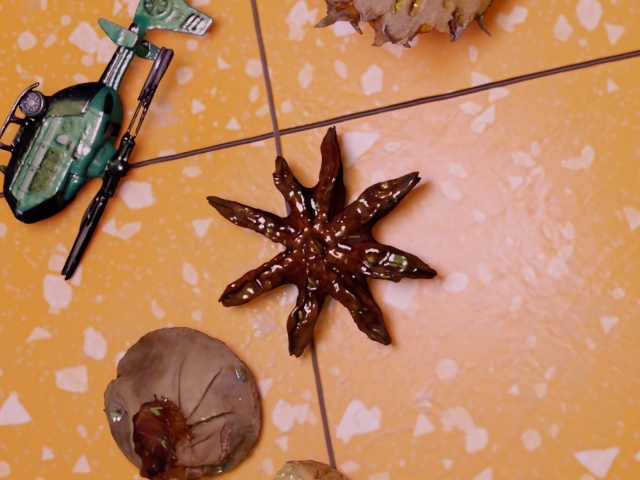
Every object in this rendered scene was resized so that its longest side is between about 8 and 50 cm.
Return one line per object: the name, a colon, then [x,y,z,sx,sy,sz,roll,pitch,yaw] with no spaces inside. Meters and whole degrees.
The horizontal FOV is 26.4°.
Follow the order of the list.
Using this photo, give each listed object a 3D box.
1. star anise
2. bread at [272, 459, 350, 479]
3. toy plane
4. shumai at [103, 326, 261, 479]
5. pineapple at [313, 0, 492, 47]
star anise: [-0.001,-0.001,1.584,0.288,0.088,0.288,-2,83,15]
bread: [0.037,0.348,1.519,0.236,0.140,0.106,38,99,17]
toy plane: [-0.281,-0.149,1.664,0.155,0.106,0.382,30,93,8]
shumai: [-0.177,0.201,1.596,0.201,0.120,0.201,0,89,16]
pineapple: [0.088,-0.361,1.573,0.344,0.209,0.286,-38,45,-15]
